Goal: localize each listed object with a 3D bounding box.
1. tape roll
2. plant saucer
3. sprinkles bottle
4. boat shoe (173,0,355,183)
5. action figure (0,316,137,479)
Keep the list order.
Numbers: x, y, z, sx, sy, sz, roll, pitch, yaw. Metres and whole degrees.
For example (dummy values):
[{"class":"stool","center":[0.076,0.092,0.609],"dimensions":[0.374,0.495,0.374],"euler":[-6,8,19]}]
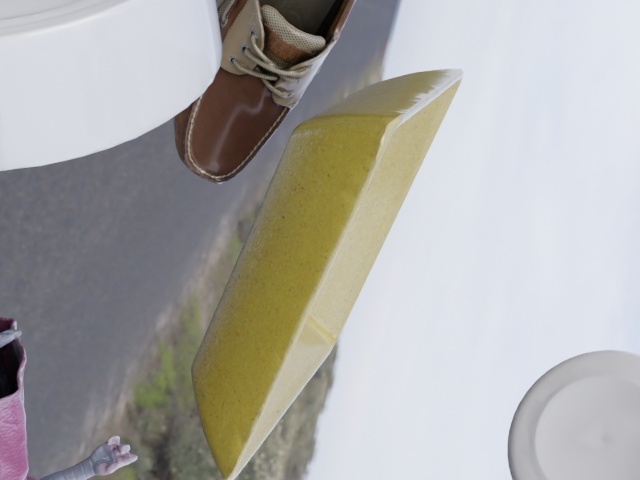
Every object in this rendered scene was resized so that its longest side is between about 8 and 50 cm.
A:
[{"class":"tape roll","center":[-0.219,-0.168,0.814],"dimensions":[0.286,0.286,0.100],"euler":[-76,164,-51]},{"class":"plant saucer","center":[0.000,0.000,0.964],"dimensions":[0.333,0.081,0.333],"euler":[-66,172,20]},{"class":"sprinkles bottle","center":[0.244,0.199,0.774],"dimensions":[0.355,0.121,0.121],"euler":[46,50,-49]},{"class":"boat shoe","center":[-0.046,-0.194,1.023],"dimensions":[0.324,0.123,0.116],"euler":[-63,-163,16]},{"class":"action figure","center":[-0.305,0.252,0.968],"dimensions":[0.248,0.275,0.370],"euler":[-114,-165,-73]}]
